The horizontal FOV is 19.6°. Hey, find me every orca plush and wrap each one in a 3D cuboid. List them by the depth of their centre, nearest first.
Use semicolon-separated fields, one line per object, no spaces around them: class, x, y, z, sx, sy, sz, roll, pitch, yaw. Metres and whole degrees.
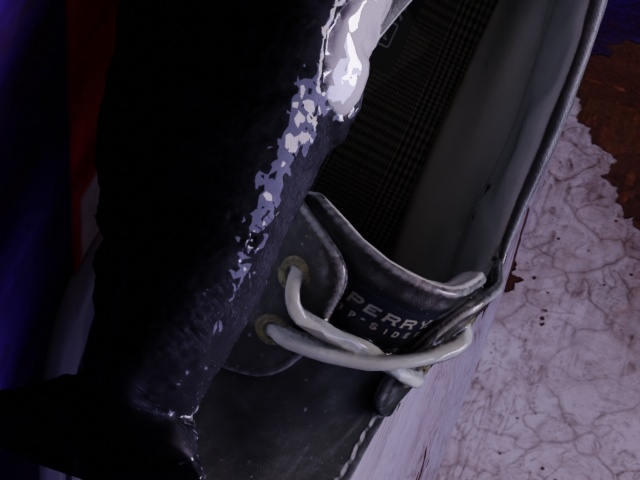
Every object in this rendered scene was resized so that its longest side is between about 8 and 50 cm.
orca plush;-0.050;-0.074;0.566;0.151;0.102;0.287;18;-100;55

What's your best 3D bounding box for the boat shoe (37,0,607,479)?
boat shoe;0.000;0.000;0.623;0.119;0.121;0.335;26;-83;61
